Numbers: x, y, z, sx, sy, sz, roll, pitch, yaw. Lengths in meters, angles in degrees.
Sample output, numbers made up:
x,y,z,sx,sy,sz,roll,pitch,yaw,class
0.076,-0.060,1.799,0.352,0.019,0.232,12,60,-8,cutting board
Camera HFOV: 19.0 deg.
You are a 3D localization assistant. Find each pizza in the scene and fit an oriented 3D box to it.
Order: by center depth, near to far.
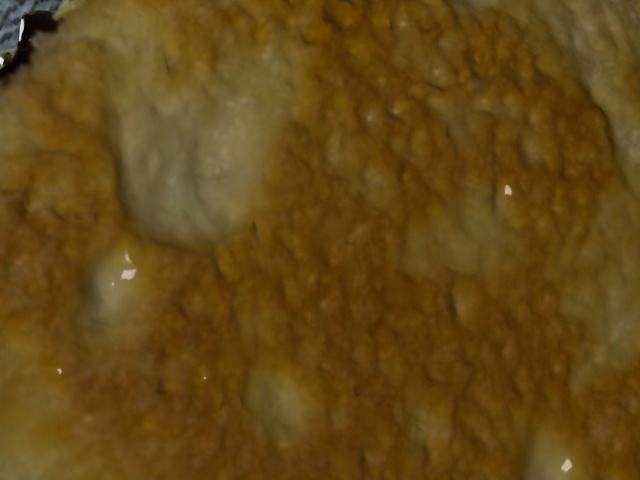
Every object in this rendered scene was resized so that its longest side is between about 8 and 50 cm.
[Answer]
x,y,z,sx,sy,sz,roll,pitch,yaw,class
-0.003,0.030,0.684,0.080,0.392,0.435,-30,80,57,pizza
